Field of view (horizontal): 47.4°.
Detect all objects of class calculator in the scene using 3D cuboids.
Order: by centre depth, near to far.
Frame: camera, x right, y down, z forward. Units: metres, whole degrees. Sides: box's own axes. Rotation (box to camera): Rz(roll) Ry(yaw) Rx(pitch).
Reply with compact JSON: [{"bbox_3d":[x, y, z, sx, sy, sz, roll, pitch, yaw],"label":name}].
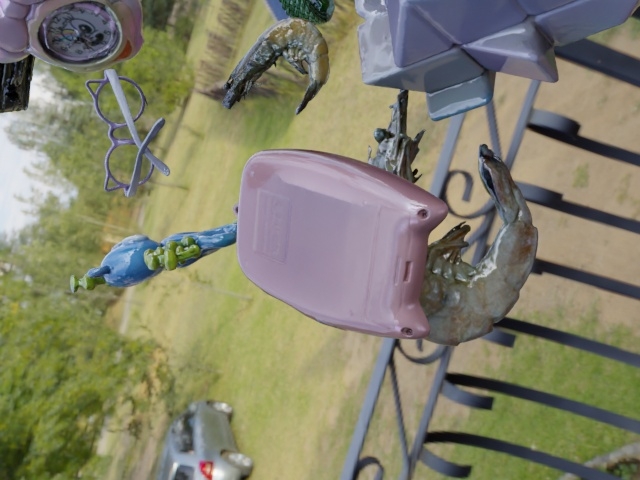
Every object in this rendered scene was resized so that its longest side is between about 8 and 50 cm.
[{"bbox_3d":[0.000,0.000,0.924,0.329,0.048,0.220,18,112,37],"label":"calculator"}]

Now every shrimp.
[{"bbox_3d":[0.166,-0.037,0.995,0.085,0.247,0.360,174,82,-87],"label":"shrimp"},{"bbox_3d":[-0.075,-0.295,1.305,0.217,0.150,0.051,-45,-1,3],"label":"shrimp"}]

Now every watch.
[{"bbox_3d":[-0.374,-0.361,1.016,0.211,0.248,0.217,-37,57,32],"label":"watch"}]

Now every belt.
[{"bbox_3d":[-0.023,-0.498,1.465,0.079,0.151,0.121,-5,55,31],"label":"belt"}]

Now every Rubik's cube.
[{"bbox_3d":[0.223,-0.361,0.906,0.368,0.387,0.358,83,-176,-77],"label":"Rubik's cube"}]

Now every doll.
[{"bbox_3d":[-0.316,0.018,1.498,0.346,0.341,0.099,-15,97,51],"label":"doll"}]

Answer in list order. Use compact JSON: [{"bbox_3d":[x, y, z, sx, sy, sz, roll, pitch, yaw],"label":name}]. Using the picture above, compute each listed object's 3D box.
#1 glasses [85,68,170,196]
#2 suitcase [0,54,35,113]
[{"bbox_3d":[-0.197,-0.104,0.760,0.104,0.062,0.140,-145,47,-60],"label":"glasses"},{"bbox_3d":[-0.637,-0.426,1.347,0.339,0.188,0.345,59,141,19],"label":"suitcase"}]
